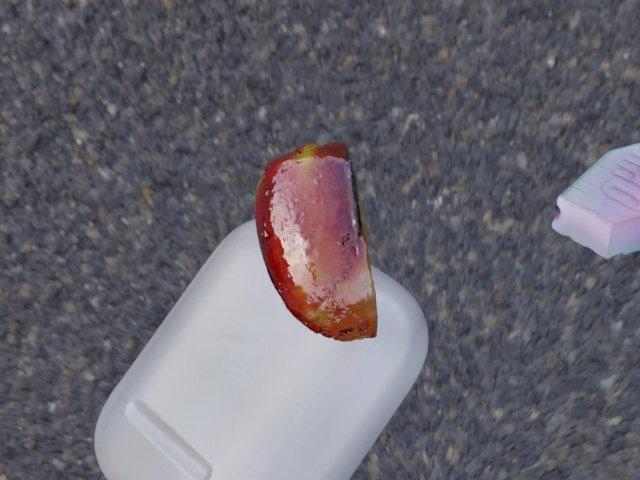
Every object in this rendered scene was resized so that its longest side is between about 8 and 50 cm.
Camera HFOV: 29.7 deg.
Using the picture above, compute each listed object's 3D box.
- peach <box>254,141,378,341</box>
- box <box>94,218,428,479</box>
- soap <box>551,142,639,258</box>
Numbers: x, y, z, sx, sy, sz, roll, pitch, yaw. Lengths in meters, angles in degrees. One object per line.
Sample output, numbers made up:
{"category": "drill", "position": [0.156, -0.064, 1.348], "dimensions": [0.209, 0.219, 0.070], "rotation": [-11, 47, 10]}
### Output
{"category": "peach", "position": [-0.006, 0.001, 1.007], "dimensions": [0.093, 0.127, 0.172], "rotation": [-6, 81, -1]}
{"category": "box", "position": [-0.066, 0.156, 1.254], "dimensions": [0.289, 0.141, 0.349], "rotation": [32, 85, 40]}
{"category": "soap", "position": [0.328, -0.045, 1.278], "dimensions": [0.100, 0.056, 0.149], "rotation": [34, 55, 27]}
